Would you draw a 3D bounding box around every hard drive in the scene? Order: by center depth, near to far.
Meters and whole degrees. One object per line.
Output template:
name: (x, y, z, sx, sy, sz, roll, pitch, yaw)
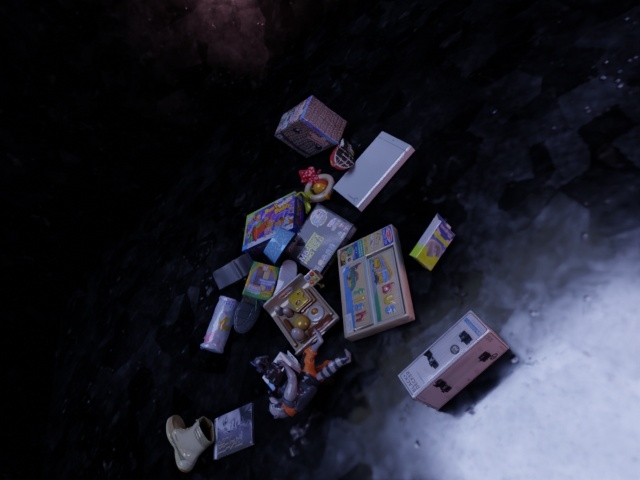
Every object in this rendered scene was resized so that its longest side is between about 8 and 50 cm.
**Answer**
hard drive: (0.234, -0.320, 1.981, 0.353, 0.047, 0.233, -49, 40, 5)

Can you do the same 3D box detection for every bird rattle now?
bird rattle: (-0.017, -0.258, 2.153, 0.207, 0.143, 0.253, -2, 48, 29)

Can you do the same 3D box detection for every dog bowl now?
dog bowl: (-0.190, 0.022, 1.987, 0.166, 0.074, 0.297, -56, 2, -7)

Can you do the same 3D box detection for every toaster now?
toaster: (-0.416, 0.153, 2.160, 0.186, 0.110, 0.168, -27, 6, 28)

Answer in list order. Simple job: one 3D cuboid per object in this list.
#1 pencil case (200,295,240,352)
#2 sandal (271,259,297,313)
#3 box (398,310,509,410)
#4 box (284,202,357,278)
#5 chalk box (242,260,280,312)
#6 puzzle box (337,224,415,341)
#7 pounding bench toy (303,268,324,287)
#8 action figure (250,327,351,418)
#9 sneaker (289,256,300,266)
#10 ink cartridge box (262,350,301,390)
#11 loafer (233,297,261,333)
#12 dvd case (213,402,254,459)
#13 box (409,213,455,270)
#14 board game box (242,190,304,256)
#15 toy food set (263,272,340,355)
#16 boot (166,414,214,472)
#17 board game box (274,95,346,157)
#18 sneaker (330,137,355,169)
pencil case: (-0.478, 0.403, 2.090, 0.124, 0.113, 0.273, -18, 49, 59)
sandal: (-0.149, 0.220, 1.931, 0.102, 0.076, 0.265, 11, 78, 5)
box: (0.387, 0.355, 1.270, 0.290, 0.169, 0.087, -46, 41, 9)
box: (0.000, 0.000, 1.915, 0.216, 0.060, 0.270, 34, 87, 30)
chalk box: (-0.272, 0.224, 1.968, 0.132, 0.132, 0.213, 105, -179, -65)
puzzle box: (0.200, 0.158, 1.673, 0.272, 0.052, 0.409, -27, 47, 27)
pounding bench toy: (-0.019, 0.165, 1.801, 0.052, 0.065, 0.083, -44, 82, 10)
action figure: (-0.072, 0.471, 1.501, 0.330, 0.341, 0.178, -51, 47, -3)
sneaker: (-0.060, 0.039, 2.007, 0.188, 0.066, 0.071, -49, 62, 6)
ink cartridge box: (-0.138, 0.516, 1.707, 0.143, 0.090, 0.092, -54, 41, -3)
loafer: (-0.328, 0.298, 2.055, 0.095, 0.109, 0.302, 112, 173, -66)
dvd case: (-0.356, 0.780, 1.781, 0.221, 0.018, 0.164, -32, 45, 24)
box: (0.403, 0.007, 1.544, 0.178, 0.109, 0.042, -55, 37, -2)
board game box: (-0.242, -0.081, 2.234, 0.347, 0.078, 0.233, -23, 49, 31)
toy food set: (-0.085, 0.292, 1.767, 0.220, 0.092, 0.306, -41, 47, -3)
boot: (-0.559, 0.817, 1.873, 0.203, 0.095, 0.262, -51, 44, 12)
board game box: (-0.055, -0.576, 2.246, 0.291, 0.232, 0.141, -11, 55, 55)
sneaker: (0.096, -0.389, 2.092, 0.118, 0.107, 0.279, -41, 14, 28)
